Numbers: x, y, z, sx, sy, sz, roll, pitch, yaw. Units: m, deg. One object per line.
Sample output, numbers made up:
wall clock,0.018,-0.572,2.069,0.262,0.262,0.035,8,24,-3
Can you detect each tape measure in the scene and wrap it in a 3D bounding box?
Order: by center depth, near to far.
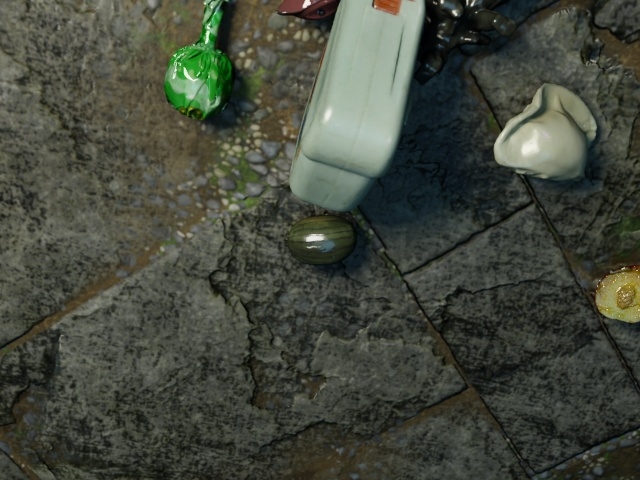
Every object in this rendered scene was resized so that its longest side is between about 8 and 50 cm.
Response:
tape measure,0.049,-0.175,0.892,0.125,0.243,0.246,16,155,-5

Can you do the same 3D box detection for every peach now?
peach,0.483,0.081,1.114,0.098,0.061,0.098,1,95,11

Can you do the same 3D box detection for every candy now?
candy,-0.136,-0.319,0.920,0.097,0.097,0.324,14,105,-8

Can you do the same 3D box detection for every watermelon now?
watermelon,0.000,0.000,1.053,0.110,0.078,0.078,-4,114,6

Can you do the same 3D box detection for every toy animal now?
toy animal,0.204,-0.300,0.891,0.245,0.146,0.114,-39,108,12

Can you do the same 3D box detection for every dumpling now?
dumpling,0.322,-0.154,0.987,0.169,0.100,0.134,8,99,-8

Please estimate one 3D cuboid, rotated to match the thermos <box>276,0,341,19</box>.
thermos,-0.018,-0.442,0.851,0.109,0.136,0.330,9,119,33
